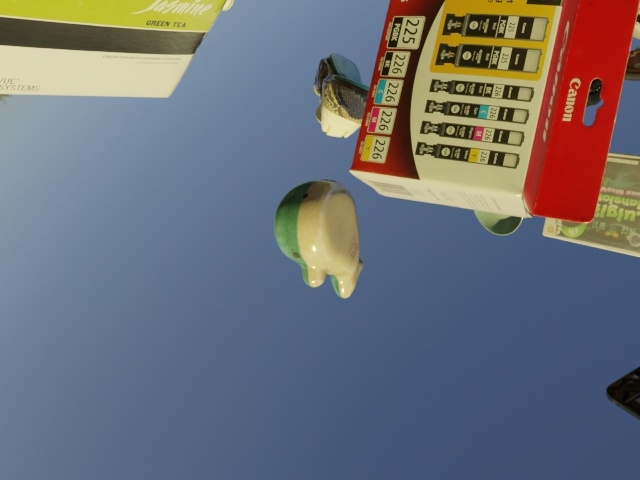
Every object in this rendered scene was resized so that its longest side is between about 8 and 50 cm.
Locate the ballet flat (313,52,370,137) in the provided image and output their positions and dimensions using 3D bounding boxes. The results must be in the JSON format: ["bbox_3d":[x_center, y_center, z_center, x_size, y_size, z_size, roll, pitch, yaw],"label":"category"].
[{"bbox_3d":[0.056,-0.377,1.727,0.182,0.164,0.482,-63,-163,20],"label":"ballet flat"}]

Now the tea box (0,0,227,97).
[{"bbox_3d":[-0.250,-0.308,0.551,0.323,0.329,0.219,-40,-111,43],"label":"tea box"}]

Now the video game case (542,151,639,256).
[{"bbox_3d":[0.509,-0.074,1.154,0.190,0.022,0.173,17,-76,42],"label":"video game case"}]

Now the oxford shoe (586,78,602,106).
[{"bbox_3d":[0.603,-0.343,1.534,0.227,0.082,0.096,-35,-166,-29],"label":"oxford shoe"}]

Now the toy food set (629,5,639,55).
[{"bbox_3d":[0.520,-0.336,0.986,0.232,0.104,0.111,-51,179,9],"label":"toy food set"}]

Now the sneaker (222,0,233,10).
[{"bbox_3d":[-0.158,-0.411,0.927,0.053,0.059,0.144,20,-62,41],"label":"sneaker"}]

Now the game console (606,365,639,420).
[{"bbox_3d":[0.722,0.245,1.175,0.250,0.173,0.293,-24,-154,-17],"label":"game console"}]

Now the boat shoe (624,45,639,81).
[{"bbox_3d":[0.850,-0.455,1.593,0.324,0.123,0.116,20,-62,37],"label":"boat shoe"}]

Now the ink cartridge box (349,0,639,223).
[{"bbox_3d":[0.211,-0.195,0.757,0.272,0.130,0.309,11,-95,24],"label":"ink cartridge box"}]

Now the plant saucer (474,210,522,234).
[{"bbox_3d":[0.499,-0.112,1.766,0.038,0.194,0.195,-17,-161,-29],"label":"plant saucer"}]

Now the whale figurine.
[{"bbox_3d":[0.000,0.000,1.266,0.141,0.272,0.216,5,-125,28],"label":"whale figurine"}]
